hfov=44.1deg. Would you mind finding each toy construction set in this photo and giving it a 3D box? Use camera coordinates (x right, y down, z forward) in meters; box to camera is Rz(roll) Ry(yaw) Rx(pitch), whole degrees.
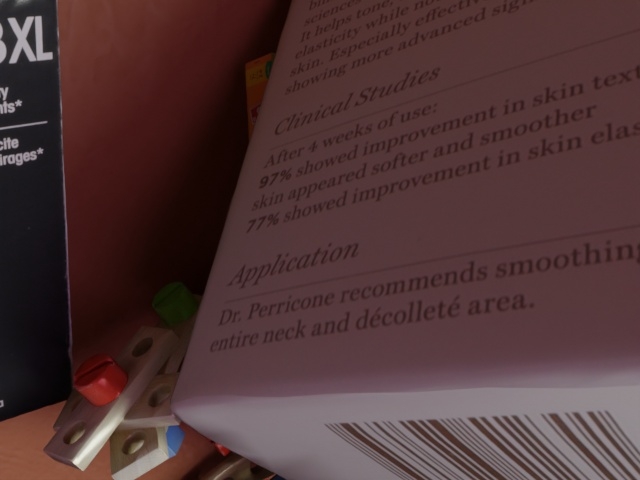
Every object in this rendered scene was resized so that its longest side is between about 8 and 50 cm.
[{"bbox_3d":[-0.079,0.152,0.618,0.215,0.151,0.327,-44,139,-17],"label":"toy construction set"}]

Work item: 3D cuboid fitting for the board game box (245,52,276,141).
[{"bbox_3d":[0.000,0.000,0.597,0.124,0.039,0.259,12,68,-52],"label":"board game box"}]

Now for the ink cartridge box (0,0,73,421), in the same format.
[{"bbox_3d":[-0.231,-0.040,0.422,0.176,0.069,0.370,-15,126,-33],"label":"ink cartridge box"}]

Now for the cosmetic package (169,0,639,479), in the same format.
[{"bbox_3d":[0.170,-0.016,0.525,0.327,0.330,0.393,42,49,-39],"label":"cosmetic package"}]
